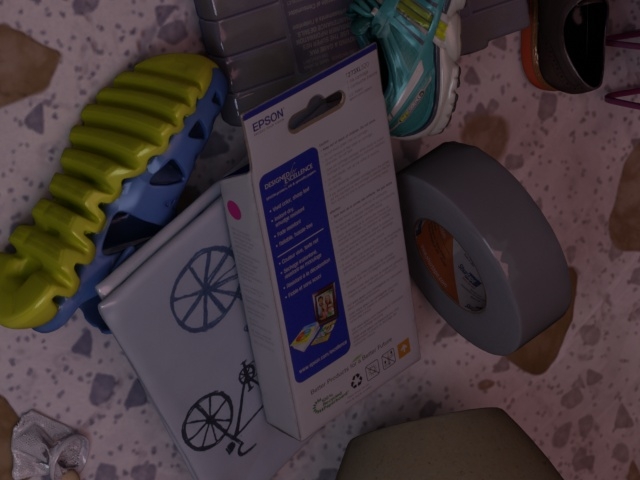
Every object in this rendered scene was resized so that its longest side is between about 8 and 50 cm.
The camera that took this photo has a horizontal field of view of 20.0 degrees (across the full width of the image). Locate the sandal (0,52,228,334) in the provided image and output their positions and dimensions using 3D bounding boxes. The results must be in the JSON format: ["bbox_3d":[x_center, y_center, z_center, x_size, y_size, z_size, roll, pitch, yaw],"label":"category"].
[{"bbox_3d":[-0.186,-0.036,1.736,0.138,0.126,0.317,37,87,-43],"label":"sandal"}]

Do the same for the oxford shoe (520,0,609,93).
[{"bbox_3d":[0.267,-0.289,1.921,0.097,0.098,0.271,-15,108,-24],"label":"oxford shoe"}]

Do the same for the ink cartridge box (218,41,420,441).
[{"bbox_3d":[0.000,0.000,1.763,0.176,0.069,0.371,-31,129,-32],"label":"ink cartridge box"}]

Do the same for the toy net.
[{"bbox_3d":[-0.222,0.260,1.816,0.122,0.045,0.232,-34,115,-17],"label":"toy net"}]

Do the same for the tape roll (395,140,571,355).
[{"bbox_3d":[0.159,0.008,1.863,0.072,0.219,0.219,-33,114,-20],"label":"tape roll"}]

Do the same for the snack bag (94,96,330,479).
[{"bbox_3d":[-0.051,0.076,1.818,0.323,0.037,0.342,-44,133,-24],"label":"snack bag"}]

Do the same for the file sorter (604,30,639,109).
[{"bbox_3d":[0.413,-0.288,1.952,0.202,0.182,0.290,-11,105,-25],"label":"file sorter"}]

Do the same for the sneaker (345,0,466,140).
[{"bbox_3d":[0.081,-0.233,1.774,0.110,0.107,0.275,-2,102,-18],"label":"sneaker"}]

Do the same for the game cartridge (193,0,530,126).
[{"bbox_3d":[0.039,-0.268,1.830,0.355,0.068,0.230,-20,114,-23],"label":"game cartridge"}]

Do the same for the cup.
[{"bbox_3d":[0.134,0.306,1.891,0.331,0.331,0.237,-6,78,-27],"label":"cup"}]
